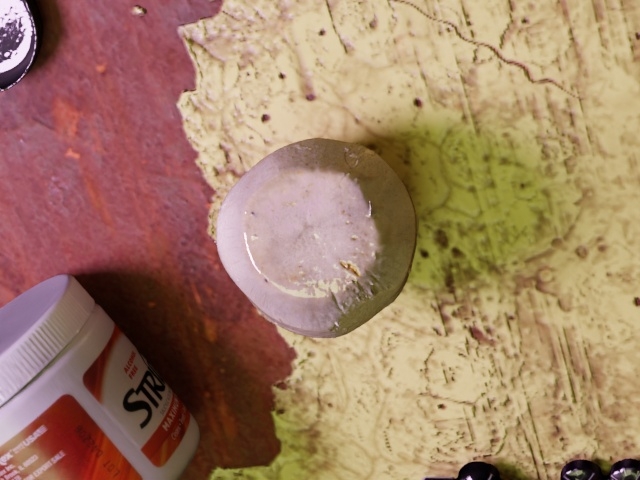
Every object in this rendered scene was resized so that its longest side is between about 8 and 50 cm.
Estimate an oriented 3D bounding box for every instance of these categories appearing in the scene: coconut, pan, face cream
[{"bbox_3d":[0.002,-0.002,1.506,0.161,0.162,0.161,0,89,5],"label":"coconut"},{"bbox_3d":[-0.252,-0.205,1.525,0.115,0.040,0.212,44,125,-9],"label":"pan"},{"bbox_3d":[-0.232,0.160,1.617,0.201,0.201,0.187,-32,105,26],"label":"face cream"}]

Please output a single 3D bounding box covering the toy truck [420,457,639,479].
[{"bbox_3d":[0.203,0.265,1.623,0.243,0.101,0.125,0,128,12],"label":"toy truck"}]
